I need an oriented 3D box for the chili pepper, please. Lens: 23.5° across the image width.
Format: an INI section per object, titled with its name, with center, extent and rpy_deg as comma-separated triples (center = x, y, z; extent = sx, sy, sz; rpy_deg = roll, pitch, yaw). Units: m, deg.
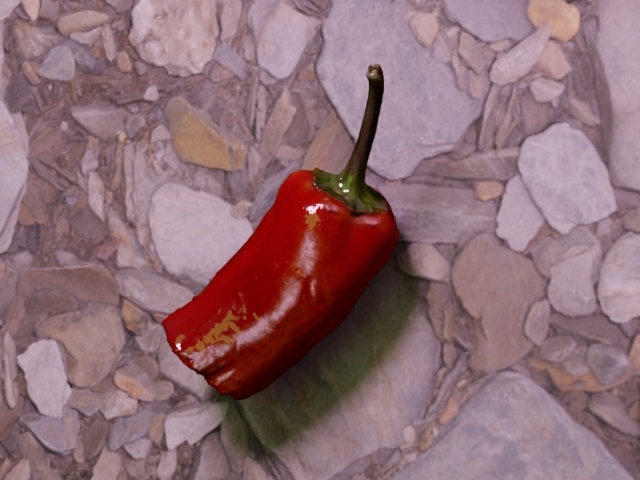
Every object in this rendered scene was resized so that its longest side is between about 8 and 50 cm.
[chili pepper]
center = 0.003, 0.002, 1.458
extent = 0.131, 0.134, 0.338
rpy_deg = 45, 106, 11
